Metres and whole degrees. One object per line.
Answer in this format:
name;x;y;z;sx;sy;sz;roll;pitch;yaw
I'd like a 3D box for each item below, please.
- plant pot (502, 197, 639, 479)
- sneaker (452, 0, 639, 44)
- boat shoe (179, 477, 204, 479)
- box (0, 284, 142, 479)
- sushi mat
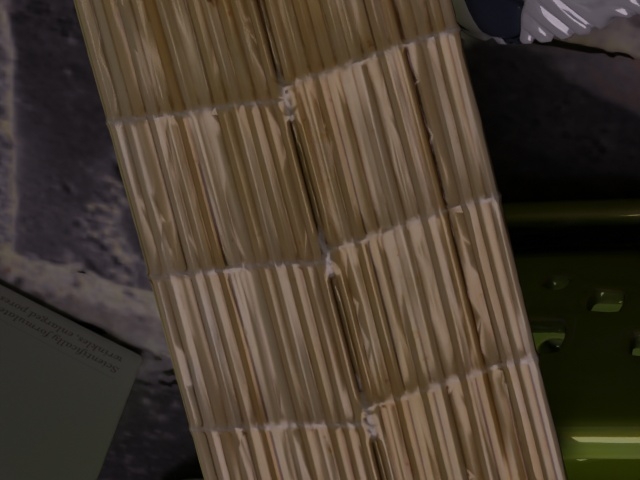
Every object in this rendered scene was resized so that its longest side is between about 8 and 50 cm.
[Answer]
plant pot;0.112;0.105;0.901;0.227;0.207;0.228;-2;128;16
sneaker;0.059;-0.164;0.738;0.235;0.094;0.153;11;134;58
boat shoe;-0.113;0.243;1.129;0.097;0.116;0.324;33;132;-19
box;-0.214;0.114;1.003;0.181;0.182;0.119;29;131;-9
sushi mat;0.000;0.000;0.750;0.151;0.019;0.316;-11;100;16
